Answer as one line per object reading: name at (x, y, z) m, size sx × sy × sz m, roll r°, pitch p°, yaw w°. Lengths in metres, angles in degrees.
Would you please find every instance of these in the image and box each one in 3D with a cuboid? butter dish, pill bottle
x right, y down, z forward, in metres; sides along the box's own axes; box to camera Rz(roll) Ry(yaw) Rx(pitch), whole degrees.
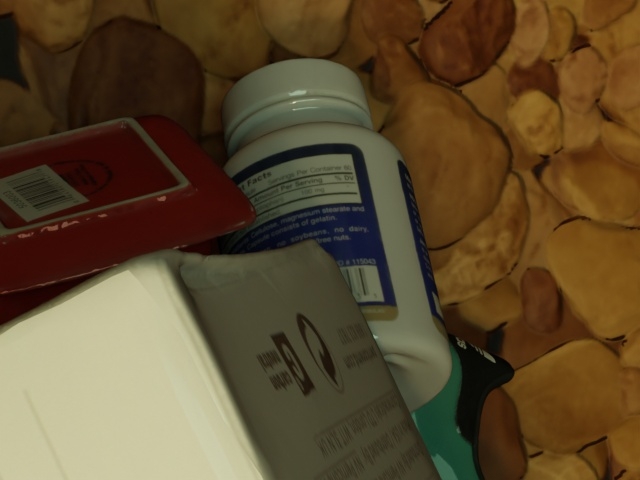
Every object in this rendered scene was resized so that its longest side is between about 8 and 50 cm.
butter dish at (-0.126, 0.015, 0.947) m, size 0.160 × 0.160 × 0.118 m, roll -15°, pitch 120°, yaw -19°
pill bottle at (0.000, 0.000, 0.963) m, size 0.112 × 0.112 × 0.187 m, roll 1°, pitch 58°, yaw -20°

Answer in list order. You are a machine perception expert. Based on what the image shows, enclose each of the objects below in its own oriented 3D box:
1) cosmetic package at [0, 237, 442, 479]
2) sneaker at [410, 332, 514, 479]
cosmetic package at (-0.126, 0.228, 0.730) m, size 0.393 × 0.329 × 0.327 m, roll -27°, pitch 86°, yaw 9°
sneaker at (0.060, 0.202, 1.025) m, size 0.121 × 0.108 × 0.302 m, roll 3°, pitch 90°, yaw -16°
